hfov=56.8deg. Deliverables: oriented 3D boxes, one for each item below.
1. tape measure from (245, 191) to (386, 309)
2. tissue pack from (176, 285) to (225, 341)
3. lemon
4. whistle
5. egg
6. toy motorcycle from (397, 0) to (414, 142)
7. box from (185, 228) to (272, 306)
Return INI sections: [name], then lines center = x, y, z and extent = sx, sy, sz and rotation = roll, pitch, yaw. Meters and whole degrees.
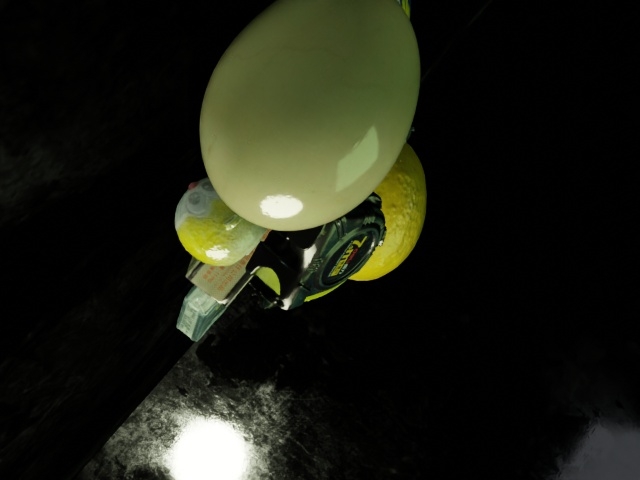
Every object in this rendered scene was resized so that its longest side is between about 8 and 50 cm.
[tape measure]
center = 0.000, 0.000, 0.846
extent = 0.186, 0.112, 0.199
rotation = -7, 137, -51
[tissue pack]
center = -0.274, 0.140, 1.506
extent = 0.185, 0.081, 0.257
rotation = -49, 177, -29
[lemon]
center = 0.061, -0.081, 1.244
extent = 0.348, 0.348, 0.348
rotation = -50, 179, -1
[whistle]
center = -0.148, -0.033, 0.806
extent = 0.123, 0.123, 0.223
rotation = -49, -160, -13
[egg]
center = -0.009, -0.123, 0.548
extent = 0.242, 0.186, 0.186
rotation = -58, 177, 14
[toy motorcycle]
center = 0.089, -0.220, 0.862
extent = 0.169, 0.113, 0.315
rotation = -81, 175, -72
[box]
center = -0.089, -0.057, 0.974
extent = 0.310, 0.084, 0.198
rotation = -49, -166, 6
